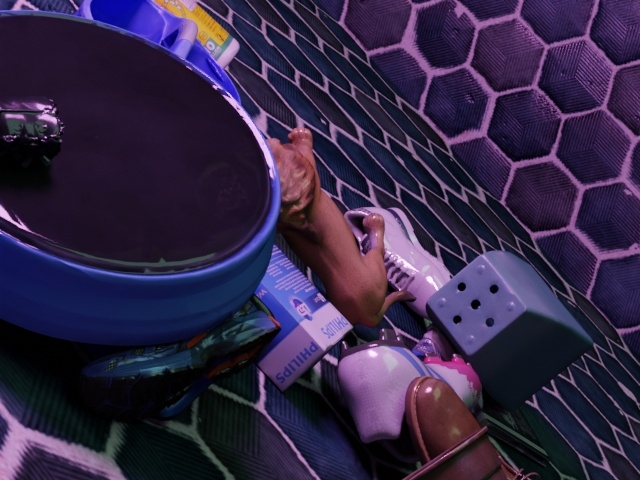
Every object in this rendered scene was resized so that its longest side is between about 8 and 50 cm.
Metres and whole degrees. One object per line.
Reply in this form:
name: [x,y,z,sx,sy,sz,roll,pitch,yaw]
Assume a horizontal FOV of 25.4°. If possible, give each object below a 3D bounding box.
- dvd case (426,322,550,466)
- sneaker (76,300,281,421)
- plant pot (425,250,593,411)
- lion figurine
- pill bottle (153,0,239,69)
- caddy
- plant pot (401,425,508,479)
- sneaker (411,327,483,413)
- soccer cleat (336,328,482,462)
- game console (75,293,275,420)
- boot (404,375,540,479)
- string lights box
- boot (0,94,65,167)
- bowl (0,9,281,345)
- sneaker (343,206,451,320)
dvd case: [0.252,0.232,2.136,0.164,0.018,0.221,34,19,-39]
sneaker: [-0.139,0.097,1.292,0.221,0.083,0.087,-19,62,-49]
plant pot: [0.254,0.118,2.023,0.166,0.165,0.234,53,9,25]
lion figurine: [0.000,0.000,1.854,0.392,0.142,0.240,43,18,-18]
pill bottle: [-0.231,-0.314,2.080,0.208,0.117,0.117,42,16,-13]
caddy: [-0.213,-0.197,1.728,0.241,0.179,0.341,42,16,-17]
plant pot: [0.148,0.304,1.457,0.165,0.167,0.167,55,17,8]
sneaker: [0.175,0.192,1.985,0.135,0.058,0.052,54,-11,-2]
soccer cleat: [0.112,0.207,1.724,0.331,0.116,0.143,26,50,-60]
game console: [-0.208,0.038,1.437,0.293,0.173,0.250,47,-15,2]
boot: [0.206,0.274,1.589,0.305,0.115,0.112,58,41,-5]
string lights box: [-0.088,0.042,1.635,0.260,0.077,0.133,47,16,5]
boot: [-0.279,-0.117,1.218,0.099,0.045,0.121,-2,54,-32]
bowl: [-0.216,-0.073,1.310,0.391,0.077,0.391,18,39,-15]
sneaker: [0.119,0.039,2.190,0.095,0.090,0.235,9,34,-45]
